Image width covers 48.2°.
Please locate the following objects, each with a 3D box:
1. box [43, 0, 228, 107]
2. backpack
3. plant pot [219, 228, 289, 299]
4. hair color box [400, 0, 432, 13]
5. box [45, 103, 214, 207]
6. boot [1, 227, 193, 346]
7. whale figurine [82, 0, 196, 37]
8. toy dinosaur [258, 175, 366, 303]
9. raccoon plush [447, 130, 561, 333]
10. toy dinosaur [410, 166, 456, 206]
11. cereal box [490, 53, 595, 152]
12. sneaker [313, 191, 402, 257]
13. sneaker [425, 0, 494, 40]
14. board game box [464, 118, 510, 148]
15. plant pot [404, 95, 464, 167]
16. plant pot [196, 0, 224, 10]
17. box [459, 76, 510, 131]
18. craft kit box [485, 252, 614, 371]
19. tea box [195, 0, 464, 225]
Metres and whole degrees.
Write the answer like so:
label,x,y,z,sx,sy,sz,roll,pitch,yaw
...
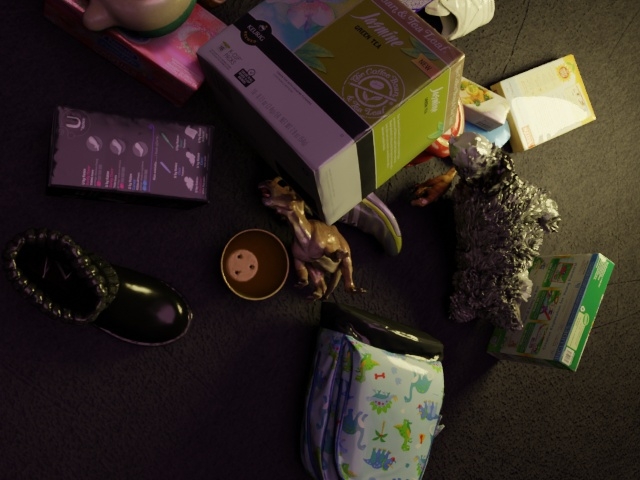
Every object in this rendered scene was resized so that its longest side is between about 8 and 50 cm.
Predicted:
label,x,y,z,sx,sy,sz,roll,pitch,yaw
box,-0.331,-0.395,1.302,0.300,0.154,0.142,33,75,-18
backpack,0.097,0.338,1.408,0.290,0.273,0.356,22,91,-27
plant pot,-0.139,0.048,1.388,0.134,0.095,0.134,1,86,-22
hair color box,0.207,-0.593,1.437,0.110,0.339,0.185,-8,90,-25
box,-0.341,-0.142,1.276,0.270,0.165,0.143,5,86,-23
boot,-0.360,0.093,1.203,0.348,0.260,0.131,24,78,-19
whale figurine,-0.331,-0.429,1.171,0.272,0.141,0.216,16,80,4
toy dinosaur,0.000,0.000,1.393,0.127,0.296,0.200,-19,57,10
raccoon plush,0.314,0.004,1.486,0.446,0.216,0.299,29,75,-42
toy dinosaur,0.268,-0.126,1.560,0.064,0.112,0.211,46,65,-10
cereal box,0.535,-0.330,1.718,0.240,0.047,0.173,-23,96,-22
sneaker,0.054,-0.070,1.485,0.121,0.111,0.300,-42,103,-1
sneaker,0.287,-0.576,1.549,0.152,0.114,0.305,-36,129,-12
board game box,0.353,-0.248,1.647,0.133,0.033,0.168,47,69,-6
plant pot,0.191,-0.247,1.475,0.191,0.174,0.191,3,86,-48
plant pot,-0.227,-0.554,1.336,0.212,0.187,0.212,42,73,-16
box,0.265,-0.339,1.578,0.324,0.067,0.063,22,75,-13
craft kit box,0.496,0.151,1.567,0.061,0.246,0.250,31,76,-21
tea box,0.021,-0.269,1.267,0.323,0.220,0.329,-40,69,-11
